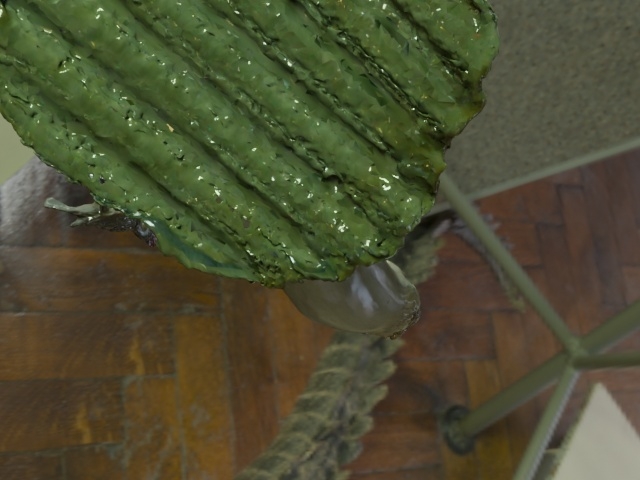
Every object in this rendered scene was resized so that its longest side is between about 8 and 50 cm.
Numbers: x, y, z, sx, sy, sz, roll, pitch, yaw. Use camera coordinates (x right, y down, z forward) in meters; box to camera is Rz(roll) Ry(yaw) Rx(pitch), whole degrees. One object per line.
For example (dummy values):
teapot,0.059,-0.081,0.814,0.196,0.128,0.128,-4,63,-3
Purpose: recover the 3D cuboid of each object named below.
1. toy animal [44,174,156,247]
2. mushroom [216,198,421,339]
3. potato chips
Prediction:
toy animal,-0.325,-0.043,1.675,0.105,0.070,0.202,-51,134,4
mushroom,0.000,0.001,1.232,0.397,0.126,0.177,54,19,-32
potato chips,-0.067,-0.155,0.919,0.429,0.358,0.070,39,10,-6
